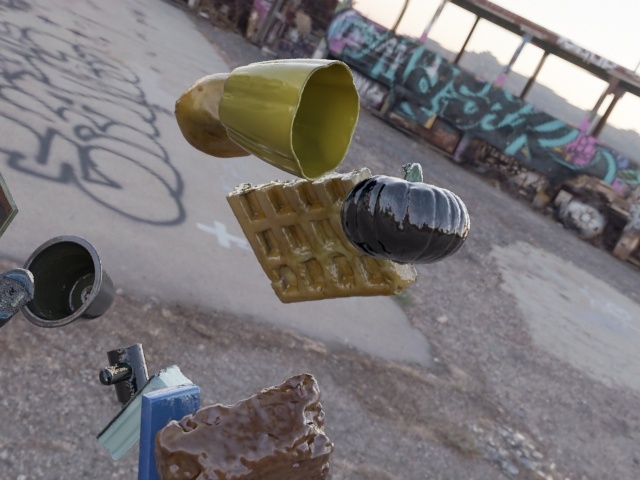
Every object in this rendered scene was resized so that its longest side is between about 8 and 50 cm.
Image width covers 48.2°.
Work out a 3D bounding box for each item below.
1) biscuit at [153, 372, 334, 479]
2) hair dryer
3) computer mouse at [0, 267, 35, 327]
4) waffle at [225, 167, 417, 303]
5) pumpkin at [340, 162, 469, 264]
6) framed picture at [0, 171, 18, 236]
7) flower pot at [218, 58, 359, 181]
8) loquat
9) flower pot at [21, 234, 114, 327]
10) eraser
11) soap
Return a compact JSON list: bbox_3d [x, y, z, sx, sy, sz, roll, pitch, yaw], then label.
[{"bbox_3d":[-0.150,0.476,1.437,0.343,0.395,0.166,-15,47,-20],"label":"biscuit"},{"bbox_3d":[-0.600,0.449,2.177,0.116,0.244,0.302,-16,-6,2],"label":"hair dryer"},{"bbox_3d":[-0.611,0.111,1.383,0.079,0.135,0.047,42,-16,-25],"label":"computer mouse"},{"bbox_3d":[0.000,0.000,1.501,0.348,0.304,0.077,-7,29,34],"label":"waffle"},{"bbox_3d":[0.127,-0.030,1.081,0.194,0.149,0.194,0,23,0],"label":"pumpkin"},{"bbox_3d":[-0.960,-0.119,2.067,0.016,0.273,0.216,-20,79,-44],"label":"framed picture"},{"bbox_3d":[-0.060,-0.212,1.176,0.179,0.195,0.195,20,9,30],"label":"flower pot"},{"bbox_3d":[-0.199,-0.269,1.550,0.234,0.175,0.187,5,-9,-9],"label":"loquat"},{"bbox_3d":[-0.611,0.118,1.778,0.235,0.235,0.148,33,-8,24],"label":"flower pot"},{"bbox_3d":[-0.340,0.485,1.603,0.043,0.311,0.144,9,8,39],"label":"eraser"},{"bbox_3d":[-0.473,0.467,1.938,0.094,0.261,0.150,44,12,10],"label":"soap"}]
